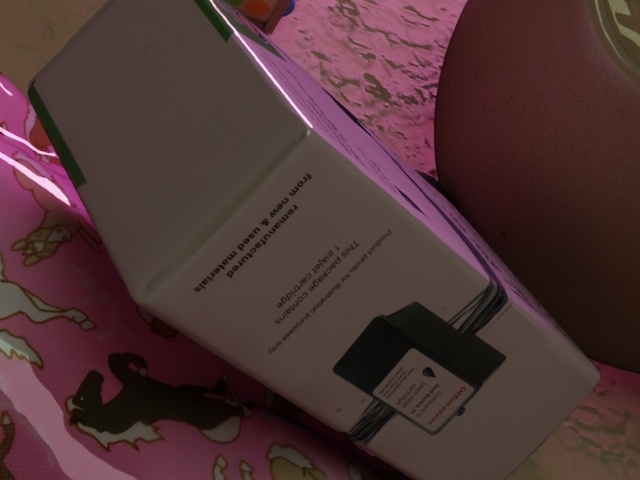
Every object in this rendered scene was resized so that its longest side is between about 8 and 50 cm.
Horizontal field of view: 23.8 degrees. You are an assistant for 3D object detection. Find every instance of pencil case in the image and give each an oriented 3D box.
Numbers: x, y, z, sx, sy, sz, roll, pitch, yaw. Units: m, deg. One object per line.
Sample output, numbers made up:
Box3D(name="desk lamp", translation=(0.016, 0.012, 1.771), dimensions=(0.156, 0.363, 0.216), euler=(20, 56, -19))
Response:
Box3D(name="pencil case", translation=(-0.132, 0.037, 0.641), dimensions=(0.160, 0.167, 0.386), euler=(-45, 85, 8))

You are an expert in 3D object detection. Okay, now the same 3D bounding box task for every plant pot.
Box3D(name="plant pot", translation=(0.194, -0.088, 0.767), dimensions=(0.284, 0.191, 0.284), euler=(-2, 72, 7))

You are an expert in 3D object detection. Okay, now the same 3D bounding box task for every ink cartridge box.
Box3D(name="ink cartridge box", translation=(0.000, 0.000, 0.610), dimensions=(0.208, 0.087, 0.153), euler=(38, 10, -42))

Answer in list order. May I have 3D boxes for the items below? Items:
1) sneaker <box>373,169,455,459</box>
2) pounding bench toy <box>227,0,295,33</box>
Box3D(name="sneaker", translation=(0.060, 0.055, 0.748), dimensions=(0.078, 0.106, 0.234), euler=(14, 57, -18))
Box3D(name="pounding bench toy", translation=(-0.037, -0.171, 0.866), dimensions=(0.065, 0.052, 0.083), euler=(17, 56, -15))
